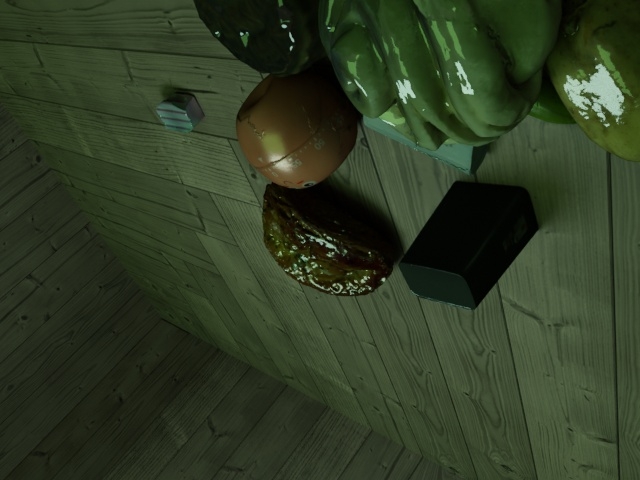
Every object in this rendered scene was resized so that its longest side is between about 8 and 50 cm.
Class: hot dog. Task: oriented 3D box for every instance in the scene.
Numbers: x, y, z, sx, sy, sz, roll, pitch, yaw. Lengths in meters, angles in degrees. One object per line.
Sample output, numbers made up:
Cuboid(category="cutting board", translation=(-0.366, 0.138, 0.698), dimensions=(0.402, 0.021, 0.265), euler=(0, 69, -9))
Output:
Cuboid(category="hot dog", translation=(0.000, 0.000, 1.588), dimensions=(0.387, 0.174, 0.267), euler=(33, 150, 18))

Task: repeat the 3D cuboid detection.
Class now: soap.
Cuboid(category="soap", translation=(-0.376, -0.343, 1.705), dimensions=(0.149, 0.056, 0.100), euler=(16, 145, 41))

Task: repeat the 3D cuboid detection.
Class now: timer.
Cuboid(category="timer", translation=(-0.047, -0.221, 1.267), dimensions=(0.215, 0.230, 0.229), euler=(39, 156, -26))

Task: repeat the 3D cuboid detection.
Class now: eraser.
Cuboid(category="eraser", translation=(0.186, -0.225, 1.120), dimensions=(0.227, 0.081, 0.174), euler=(29, 154, 22))

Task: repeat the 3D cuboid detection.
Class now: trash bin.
Cuboid(category="trash bin", translation=(0.272, 0.006, 1.185), dimensions=(0.165, 0.225, 0.115), euler=(12, 140, 44))

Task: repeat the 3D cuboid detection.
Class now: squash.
Cuboid(category="squash", translation=(0.306, -0.234, 0.971), dimensions=(0.201, 0.066, 0.066), euler=(31, 151, 11))

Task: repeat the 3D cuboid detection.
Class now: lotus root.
Cuboid(category="lotus root", translation=(0.393, -0.203, 0.813), dimensions=(0.284, 0.146, 0.160), euler=(46, 173, -16))

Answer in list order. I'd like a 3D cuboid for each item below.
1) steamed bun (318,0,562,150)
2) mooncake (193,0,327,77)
Cuboid(category="steamed bun", translation=(0.128, -0.287, 0.844), dimensions=(0.339, 0.247, 0.352), euler=(94, 155, -46))
Cuboid(category="mooncake", translation=(-0.090, -0.423, 1.102), dimensions=(0.290, 0.161, 0.290), euler=(33, 154, 19))
